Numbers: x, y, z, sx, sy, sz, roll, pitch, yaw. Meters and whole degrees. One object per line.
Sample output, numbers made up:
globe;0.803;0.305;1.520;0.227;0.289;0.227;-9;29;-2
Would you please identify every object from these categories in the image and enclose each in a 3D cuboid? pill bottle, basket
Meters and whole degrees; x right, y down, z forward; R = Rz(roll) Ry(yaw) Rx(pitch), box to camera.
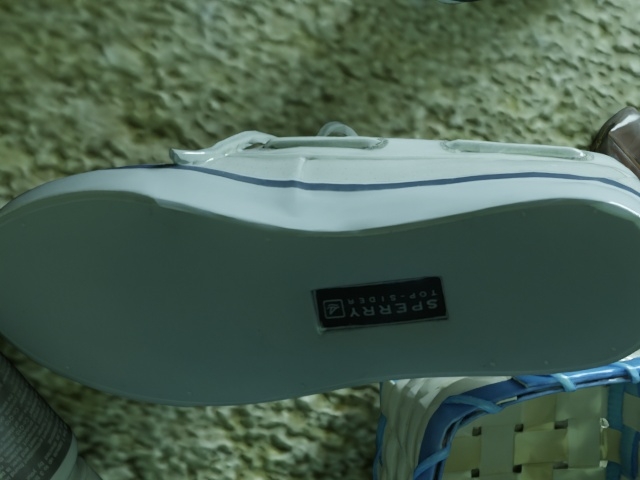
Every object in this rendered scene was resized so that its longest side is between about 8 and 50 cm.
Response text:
pill bottle;-0.183;0.111;0.634;0.078;0.078;0.137;-38;112;-5
basket;0.165;0.165;0.651;0.254;0.289;0.201;-3;100;-15

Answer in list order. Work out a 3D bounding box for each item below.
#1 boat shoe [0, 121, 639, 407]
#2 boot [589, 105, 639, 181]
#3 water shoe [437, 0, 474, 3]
boat shoe;0.000;-0.008;0.639;0.367;0.156;0.136;-5;114;13
boot;0.201;-0.017;0.751;0.114;0.037;0.106;39;77;-27
water shoe;0.153;-0.187;0.665;0.203;0.080;0.073;-30;112;-9
